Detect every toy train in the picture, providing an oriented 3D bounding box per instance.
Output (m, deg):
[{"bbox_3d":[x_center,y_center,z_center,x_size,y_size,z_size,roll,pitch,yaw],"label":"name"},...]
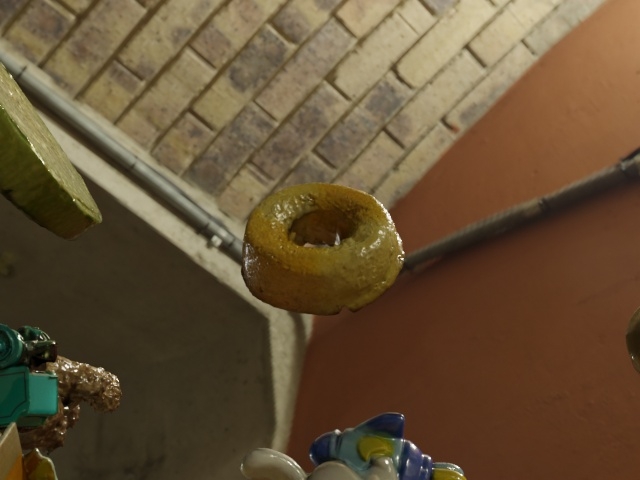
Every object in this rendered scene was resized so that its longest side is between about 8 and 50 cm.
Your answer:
[{"bbox_3d":[-0.459,0.195,1.231,0.198,0.107,0.154,-6,-102,9],"label":"toy train"}]

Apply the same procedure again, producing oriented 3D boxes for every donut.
[{"bbox_3d":[0.000,0.000,0.949,0.179,0.065,0.162,-2,-132,6],"label":"donut"}]

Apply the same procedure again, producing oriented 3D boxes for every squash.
[{"bbox_3d":[-0.247,-0.097,0.702,0.041,0.219,0.219,-34,-149,-1],"label":"squash"}]

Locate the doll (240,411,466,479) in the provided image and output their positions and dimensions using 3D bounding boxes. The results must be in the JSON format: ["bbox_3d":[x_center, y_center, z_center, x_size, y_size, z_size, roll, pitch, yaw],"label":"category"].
[{"bbox_3d":[0.086,0.485,1.730,0.366,0.376,0.187,-28,166,-39],"label":"doll"}]

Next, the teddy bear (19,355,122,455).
[{"bbox_3d":[-0.510,0.333,1.707,0.246,0.296,0.222,-28,-131,7],"label":"teddy bear"}]

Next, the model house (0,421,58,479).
[{"bbox_3d":[-0.458,0.385,1.003,0.357,0.313,0.242,-47,-172,-1],"label":"model house"}]

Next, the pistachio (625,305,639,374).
[{"bbox_3d":[0.504,0.126,1.158,0.126,0.223,0.152,100,-26,-49],"label":"pistachio"}]
